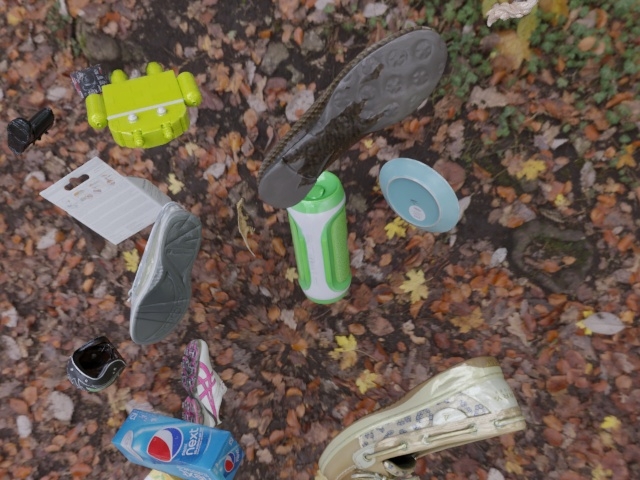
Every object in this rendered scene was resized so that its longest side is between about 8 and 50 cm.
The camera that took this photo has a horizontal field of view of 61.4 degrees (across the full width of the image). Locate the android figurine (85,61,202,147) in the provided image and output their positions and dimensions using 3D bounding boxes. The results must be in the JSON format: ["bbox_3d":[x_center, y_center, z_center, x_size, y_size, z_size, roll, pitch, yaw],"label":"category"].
[{"bbox_3d":[-0.388,-0.300,1.195,0.248,0.056,0.273,-16,52,-11],"label":"android figurine"}]

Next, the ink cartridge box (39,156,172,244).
[{"bbox_3d":[-0.505,-0.103,1.290,0.188,0.232,0.066,-27,43,17],"label":"ink cartridge box"}]

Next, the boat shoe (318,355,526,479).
[{"bbox_3d":[0.107,0.242,0.649,0.285,0.104,0.089,-44,55,30],"label":"boat shoe"}]

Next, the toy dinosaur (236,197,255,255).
[{"bbox_3d":[-0.239,-0.037,1.676,0.053,0.092,0.183,-13,90,6],"label":"toy dinosaur"}]

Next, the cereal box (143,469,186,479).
[{"bbox_3d":[-0.405,0.686,1.331,0.173,0.047,0.240,41,97,3],"label":"cereal box"}]

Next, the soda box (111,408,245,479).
[{"bbox_3d":[-0.235,0.341,0.887,0.209,0.071,0.067,2,42,27],"label":"soda box"}]

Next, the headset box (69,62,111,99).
[{"bbox_3d":[-0.551,-0.379,1.289,0.083,0.032,0.062,-19,120,-3],"label":"headset box"}]

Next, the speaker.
[{"bbox_3d":[0.000,0.000,1.158,0.131,0.297,0.131,-4,43,4],"label":"speaker"}]

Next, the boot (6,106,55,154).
[{"bbox_3d":[-0.567,-0.228,1.065,0.045,0.121,0.099,40,53,-15],"label":"boot"}]

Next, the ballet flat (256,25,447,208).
[{"bbox_3d":[0.022,-0.127,0.559,0.084,0.250,0.058,32,32,-28],"label":"ballet flat"}]

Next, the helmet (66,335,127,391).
[{"bbox_3d":[-0.732,0.410,1.752,0.161,0.169,0.169,-37,83,-20],"label":"helmet"}]

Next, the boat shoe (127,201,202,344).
[{"bbox_3d":[-0.348,0.075,1.186,0.118,0.103,0.321,7,107,-37],"label":"boat shoe"}]

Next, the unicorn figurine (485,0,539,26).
[{"bbox_3d":[0.274,-0.360,0.694,0.060,0.111,0.162,4,97,-30],"label":"unicorn figurine"}]

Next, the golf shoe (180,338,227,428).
[{"bbox_3d":[-0.233,0.287,1.084,0.085,0.067,0.186,-4,96,-37],"label":"golf shoe"}]

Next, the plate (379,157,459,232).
[{"bbox_3d":[0.191,-0.082,1.085,0.188,0.188,0.024,41,62,5],"label":"plate"}]
